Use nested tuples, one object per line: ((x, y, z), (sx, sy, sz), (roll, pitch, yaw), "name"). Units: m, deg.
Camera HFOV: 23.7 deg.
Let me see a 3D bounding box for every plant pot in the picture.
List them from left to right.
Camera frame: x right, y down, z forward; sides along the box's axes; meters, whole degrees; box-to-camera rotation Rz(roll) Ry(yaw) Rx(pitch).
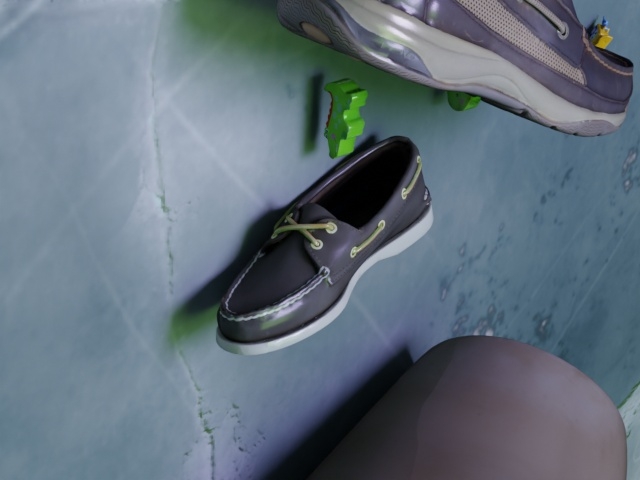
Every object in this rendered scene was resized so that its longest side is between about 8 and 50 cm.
((0.117, 0.242, 1.227), (0.280, 0.323, 0.323), (-60, 146, -34), "plant pot")

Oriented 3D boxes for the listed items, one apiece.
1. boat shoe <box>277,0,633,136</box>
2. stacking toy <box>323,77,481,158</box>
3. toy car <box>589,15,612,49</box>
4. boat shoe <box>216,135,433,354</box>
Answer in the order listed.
((0.124, -0.158, 1.035), (0.355, 0.132, 0.130), (8, 107, -53), "boat shoe")
((0.070, -0.181, 1.108), (0.167, 0.052, 0.221), (-19, 126, -42), "stacking toy")
((0.236, -0.224, 1.311), (0.040, 0.060, 0.122), (-89, -166, -52), "toy car")
((0.000, 0.000, 1.102), (0.228, 0.081, 0.068), (-40, 135, -40), "boat shoe")
